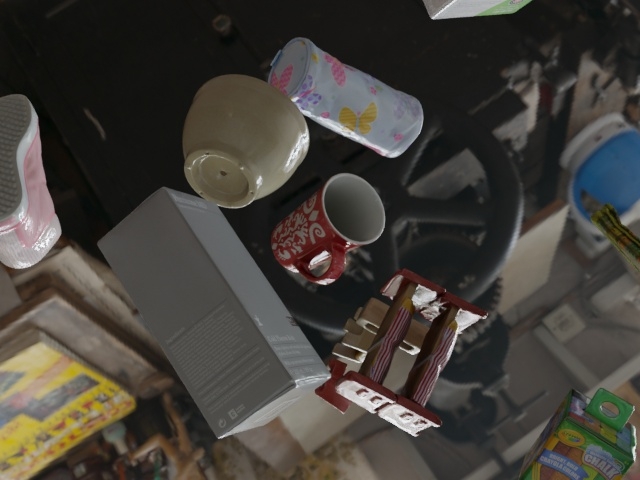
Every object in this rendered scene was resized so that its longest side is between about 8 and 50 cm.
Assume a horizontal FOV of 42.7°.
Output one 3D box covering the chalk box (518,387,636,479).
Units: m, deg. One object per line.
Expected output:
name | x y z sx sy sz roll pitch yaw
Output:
chalk box | 0.455 0.356 1.410 0.213 0.132 0.132 -64 167 21

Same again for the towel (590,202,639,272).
towel | 0.291 0.059 0.594 0.021 0.237 0.102 -46 126 11

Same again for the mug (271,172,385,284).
mug | -0.006 -0.008 1.245 0.169 0.113 0.150 -31 -164 50

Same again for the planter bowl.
planter bowl | -0.106 -0.110 1.028 0.162 0.162 0.109 107 4 -50

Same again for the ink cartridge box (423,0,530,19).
ink cartridge box | 0.311 -0.452 1.142 0.207 0.119 0.353 -15 172 -37

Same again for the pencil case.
pencil case | 0.045 -0.236 1.364 0.273 0.124 0.113 19 126 -36

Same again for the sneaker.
sneaker | -0.214 -0.038 0.570 0.050 0.134 0.070 -14 140 -4

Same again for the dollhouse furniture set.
dollhouse furniture set | 0.111 0.209 1.364 0.201 0.152 0.374 -62 -179 -22

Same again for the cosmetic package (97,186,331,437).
cosmetic package | -0.106 0.070 0.829 0.107 0.238 0.127 -36 166 12
